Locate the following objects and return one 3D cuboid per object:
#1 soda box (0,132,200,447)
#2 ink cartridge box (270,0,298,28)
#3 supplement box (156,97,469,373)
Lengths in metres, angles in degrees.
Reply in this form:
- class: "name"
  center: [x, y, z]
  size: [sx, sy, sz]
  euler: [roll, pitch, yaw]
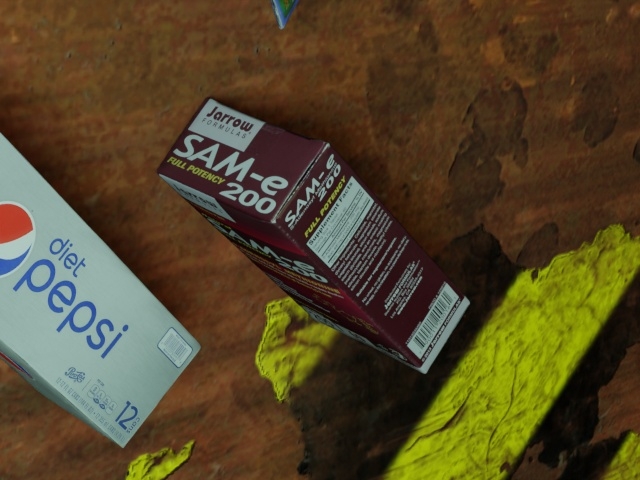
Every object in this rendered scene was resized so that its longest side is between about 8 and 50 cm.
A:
- class: "soda box"
  center: [-0.196, 0.012, 0.933]
  size: [0.091, 0.098, 0.286]
  euler: [-52, 137, -15]
- class: "ink cartridge box"
  center: [0.000, -0.305, 0.956]
  size: [0.311, 0.065, 0.186]
  euler: [78, 31, -50]
- class: "supplement box"
  center: [0.000, 0.000, 1.115]
  size: [0.073, 0.130, 0.239]
  euler: [-56, 137, -11]
